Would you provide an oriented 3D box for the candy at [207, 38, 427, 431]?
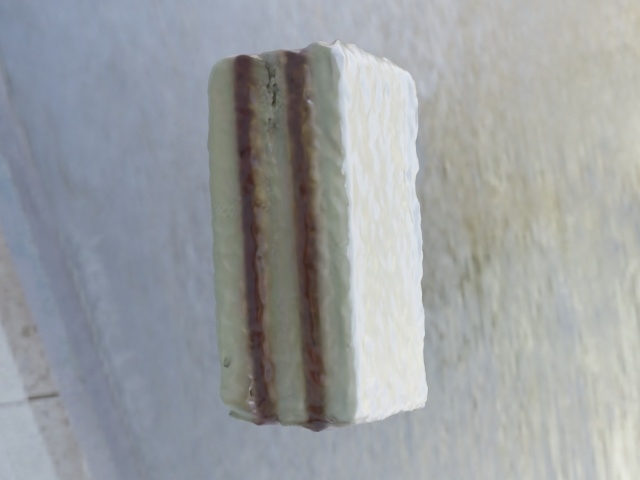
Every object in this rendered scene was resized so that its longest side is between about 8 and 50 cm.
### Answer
[{"bbox_3d":[0.000,0.000,1.045,0.179,0.135,0.320,-7,94,-65],"label":"candy"}]
